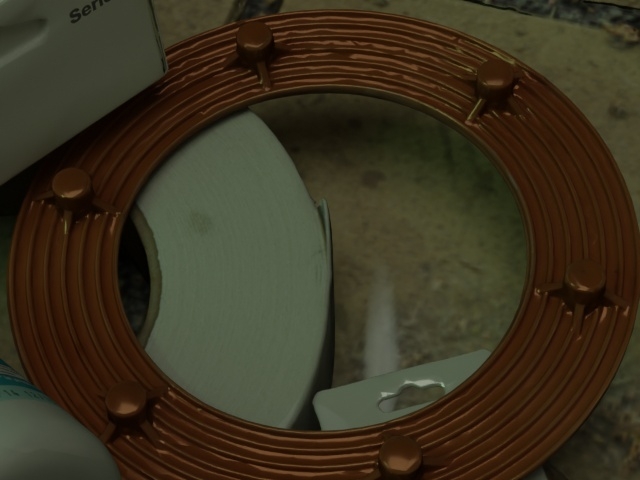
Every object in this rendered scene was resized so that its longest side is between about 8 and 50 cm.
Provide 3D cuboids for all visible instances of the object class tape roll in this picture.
[{"bbox_3d":[-0.184,0.046,0.977,0.392,0.072,0.392,-1,56,2],"label":"tape roll"}]

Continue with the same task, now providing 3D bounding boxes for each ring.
[{"bbox_3d":[0.000,0.000,0.936,0.337,0.032,0.336,-1,56,2],"label":"ring"}]

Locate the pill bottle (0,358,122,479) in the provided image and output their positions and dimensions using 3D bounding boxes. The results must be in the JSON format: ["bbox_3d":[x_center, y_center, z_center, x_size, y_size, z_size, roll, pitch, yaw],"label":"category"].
[{"bbox_3d":[-0.222,0.086,0.810,0.146,0.146,0.264,-41,53,-22],"label":"pill bottle"}]

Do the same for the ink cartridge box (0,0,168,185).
[{"bbox_3d":[-0.249,-0.138,0.987,0.198,0.115,0.273,-37,51,-23],"label":"ink cartridge box"}]

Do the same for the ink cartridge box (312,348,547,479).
[{"bbox_3d":[0.067,0.154,0.895,0.104,0.061,0.181,-14,57,-7],"label":"ink cartridge box"}]
